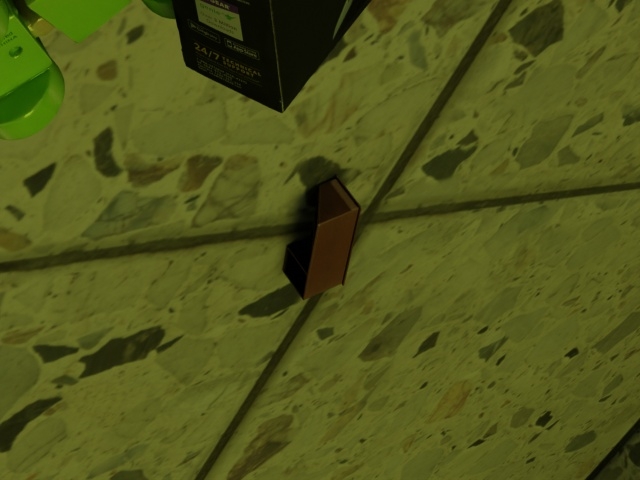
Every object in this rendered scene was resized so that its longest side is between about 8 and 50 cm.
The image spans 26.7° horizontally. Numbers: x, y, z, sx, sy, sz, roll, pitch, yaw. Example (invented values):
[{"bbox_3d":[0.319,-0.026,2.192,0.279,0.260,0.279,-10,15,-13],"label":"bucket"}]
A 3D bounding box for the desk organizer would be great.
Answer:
[{"bbox_3d":[0.000,0.000,1.352,0.050,0.047,0.130,-23,149,-24],"label":"desk organizer"}]

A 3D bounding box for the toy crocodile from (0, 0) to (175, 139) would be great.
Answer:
[{"bbox_3d":[-0.169,-0.165,0.847,0.341,0.105,0.115,-35,154,3],"label":"toy crocodile"}]

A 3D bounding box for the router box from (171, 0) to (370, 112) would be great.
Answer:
[{"bbox_3d":[0.020,-0.266,0.807,0.309,0.081,0.243,-54,160,-25],"label":"router box"}]
